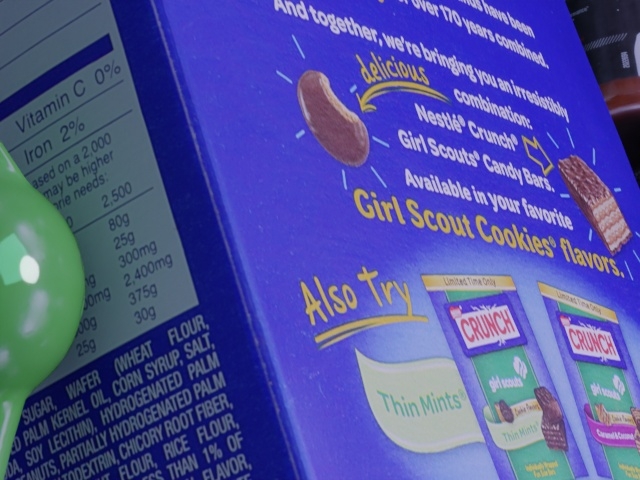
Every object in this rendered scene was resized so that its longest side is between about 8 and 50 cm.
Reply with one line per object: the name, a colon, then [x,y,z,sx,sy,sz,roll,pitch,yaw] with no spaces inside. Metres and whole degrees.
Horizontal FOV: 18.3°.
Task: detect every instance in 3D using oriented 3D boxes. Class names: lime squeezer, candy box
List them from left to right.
lime squeezer: [-0.122,-0.008,0.441,0.310,0.110,0.059,61,-10,-3]
candy box: [0.000,0.000,0.593,0.268,0.122,0.317,13,55,-55]

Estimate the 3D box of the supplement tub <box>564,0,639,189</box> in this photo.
supplement tub: [0.145,-0.096,0.959,0.106,0.106,0.198,41,33,-36]
